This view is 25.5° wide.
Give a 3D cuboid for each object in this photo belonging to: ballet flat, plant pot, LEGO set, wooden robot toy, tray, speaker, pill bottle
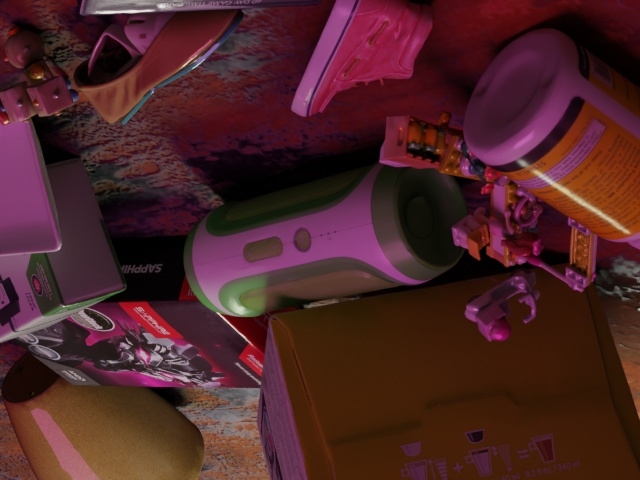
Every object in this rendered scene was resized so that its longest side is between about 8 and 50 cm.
[{"bbox_3d":[-0.151,-0.163,1.222,0.073,0.080,0.232,41,145,-15],"label":"ballet flat"},{"bbox_3d":[-0.332,0.267,2.008,0.237,0.237,0.254,-6,133,36],"label":"plant pot"},{"bbox_3d":[0.163,-0.024,1.225,0.107,0.132,0.287,36,165,41],"label":"LEGO set"},{"bbox_3d":[-0.273,-0.154,1.295,0.173,0.076,0.079,-140,27,-72],"label":"wooden robot toy"},{"bbox_3d":[-0.358,-0.054,1.467,0.270,0.145,0.030,-4,-169,43],"label":"tray"},{"bbox_3d":[0.000,0.000,1.399,0.297,0.131,0.131,-14,142,43],"label":"speaker"},{"bbox_3d":[0.228,-0.071,1.147,0.208,0.119,0.119,30,150,-26],"label":"pill bottle"}]

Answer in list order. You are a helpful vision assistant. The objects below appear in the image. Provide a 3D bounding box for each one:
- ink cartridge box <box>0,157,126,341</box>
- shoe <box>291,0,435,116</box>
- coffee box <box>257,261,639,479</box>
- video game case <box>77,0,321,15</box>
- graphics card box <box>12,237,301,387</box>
[{"bbox_3d":[-0.316,0.017,1.552,0.087,0.153,0.208,-18,175,-37],"label":"ink cartridge box"},{"bbox_3d":[0.034,-0.146,1.166,0.081,0.063,0.178,23,149,-4],"label":"shoe"},{"bbox_3d":[0.135,0.259,1.478,0.338,0.338,0.334,-10,155,-9],"label":"coffee box"},{"bbox_3d":[-0.057,-0.241,0.986,0.196,0.026,0.274,-6,158,-19],"label":"video game case"},{"bbox_3d":[-0.216,0.093,1.727,0.371,0.094,0.233,-1,149,31],"label":"graphics card box"}]
